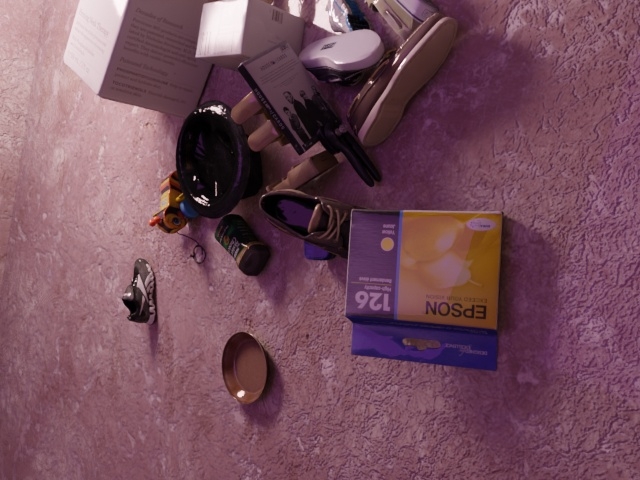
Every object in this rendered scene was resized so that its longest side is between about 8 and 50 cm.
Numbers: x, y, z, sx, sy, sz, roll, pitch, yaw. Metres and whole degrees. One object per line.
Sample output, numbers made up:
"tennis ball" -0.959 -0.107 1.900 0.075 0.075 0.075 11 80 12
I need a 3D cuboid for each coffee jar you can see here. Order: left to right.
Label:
"coffee jar" -0.217 0.013 1.634 0.184 0.079 0.096 46 118 35

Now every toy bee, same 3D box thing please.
"toy bee" -0.448 -0.091 1.810 0.195 0.162 0.298 -49 56 28

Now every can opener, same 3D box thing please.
"can opener" 0.072 -0.203 1.343 0.186 0.059 0.073 45 159 -2

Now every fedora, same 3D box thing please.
"fedora" -0.261 -0.221 1.640 0.334 0.153 0.333 0 90 42

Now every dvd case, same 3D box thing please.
"dvd case" -0.066 -0.336 1.369 0.030 0.179 0.238 -26 104 44

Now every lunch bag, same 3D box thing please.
"lunch bag" 0.000 0.000 1.433 0.067 0.065 0.098 -3 86 21

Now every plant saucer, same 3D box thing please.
"plant saucer" -0.202 0.351 1.627 0.199 0.036 0.198 -5 83 44

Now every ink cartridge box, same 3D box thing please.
"ink cartridge box" 0.200 0.093 1.166 0.304 0.072 0.307 2 86 22

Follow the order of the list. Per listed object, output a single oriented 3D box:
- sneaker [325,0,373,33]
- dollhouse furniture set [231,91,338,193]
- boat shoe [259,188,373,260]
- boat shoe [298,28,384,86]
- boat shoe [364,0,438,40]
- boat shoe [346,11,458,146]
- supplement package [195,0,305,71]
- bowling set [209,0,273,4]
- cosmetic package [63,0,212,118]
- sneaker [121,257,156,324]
"sneaker" 0.064 -0.523 1.416 0.083 0.071 0.190 -52 50 44
"dollhouse furniture set" -0.096 -0.246 1.449 0.161 0.212 0.242 -29 93 39
"boat shoe" 0.014 -0.030 1.322 0.356 0.130 0.132 14 94 22
"boat shoe" 0.059 -0.407 1.356 0.108 0.102 0.301 -52 33 -13
"boat shoe" 0.137 -0.559 1.311 0.094 0.109 0.302 -53 57 31
"boat shoe" 0.165 -0.354 1.266 0.096 0.117 0.324 56 129 27
"supplement package" -0.187 -0.536 1.560 0.203 0.194 0.149 14 96 43
"bowling set" -0.247 -0.724 1.601 0.287 0.200 0.154 15 95 55
"cosmetic package" -0.537 -0.643 1.816 0.329 0.328 0.393 40 113 38
"sneaker" -0.625 0.172 1.999 0.078 0.106 0.234 -18 75 41
